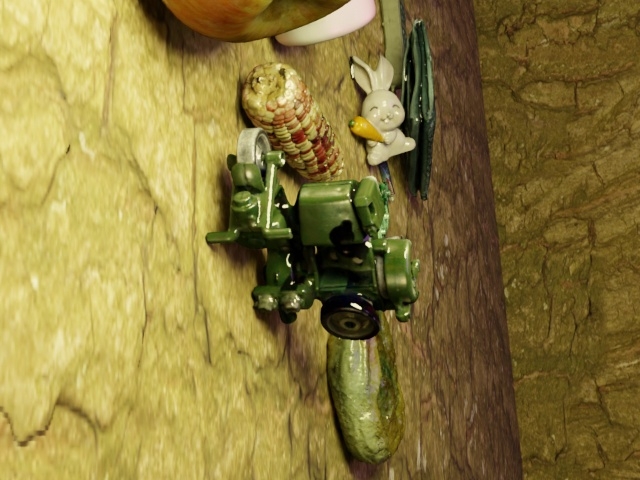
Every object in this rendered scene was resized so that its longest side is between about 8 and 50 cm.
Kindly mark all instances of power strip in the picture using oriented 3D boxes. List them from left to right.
[{"bbox_3d":[0.163,-0.463,1.926,0.080,0.048,0.286,22,63,-68],"label":"power strip"}]

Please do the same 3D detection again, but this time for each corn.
[{"bbox_3d":[-0.029,-0.144,1.159,0.253,0.086,0.086,49,37,-63],"label":"corn"}]

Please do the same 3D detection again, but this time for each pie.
[{"bbox_3d":[0.082,0.209,1.348,0.277,0.078,0.277,-6,90,-71],"label":"pie"}]

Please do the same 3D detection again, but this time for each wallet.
[{"bbox_3d":[0.194,-0.258,1.801,0.342,0.075,0.237,77,13,-66],"label":"wallet"}]

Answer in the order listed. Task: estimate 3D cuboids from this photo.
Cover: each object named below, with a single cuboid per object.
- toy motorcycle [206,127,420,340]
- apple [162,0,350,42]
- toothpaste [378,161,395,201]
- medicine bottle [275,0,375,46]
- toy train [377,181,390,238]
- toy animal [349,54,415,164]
[{"bbox_3d":[0.000,0.000,0.999,0.127,0.205,0.275,-76,157,-46],"label":"toy motorcycle"},{"bbox_3d":[-0.065,-0.340,0.877,0.264,0.264,0.264,-8,90,-72],"label":"apple"},{"bbox_3d":[0.132,-0.117,1.728,0.027,0.019,0.083,-32,114,-44],"label":"toothpaste"},{"bbox_3d":[-0.023,-0.402,1.174,0.152,0.152,0.254,-64,142,-59],"label":"medicine bottle"},{"bbox_3d":[0.081,-0.024,1.464,0.178,0.071,0.104,-78,164,-49],"label":"toy train"},{"bbox_3d":[0.095,-0.237,1.596,0.127,0.131,0.181,-127,-159,-54],"label":"toy animal"}]
